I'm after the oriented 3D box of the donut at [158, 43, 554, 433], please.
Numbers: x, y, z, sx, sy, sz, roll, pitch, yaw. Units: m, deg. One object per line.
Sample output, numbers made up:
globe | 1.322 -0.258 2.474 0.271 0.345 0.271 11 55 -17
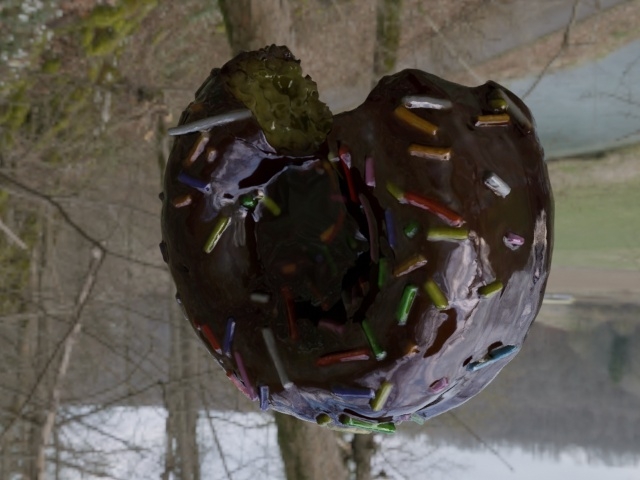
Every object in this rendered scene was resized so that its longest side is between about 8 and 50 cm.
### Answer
donut | 0.001 0.000 0.450 0.230 0.216 0.096 28 -156 27
